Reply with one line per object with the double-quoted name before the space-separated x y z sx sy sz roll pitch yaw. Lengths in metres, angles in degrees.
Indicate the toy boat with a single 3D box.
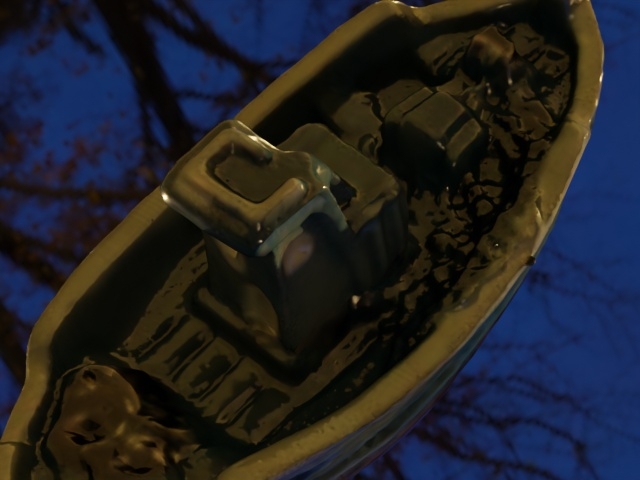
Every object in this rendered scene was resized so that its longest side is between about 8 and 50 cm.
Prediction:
"toy boat" 0.000 0.000 0.656 0.129 0.142 0.309 36 -114 23
